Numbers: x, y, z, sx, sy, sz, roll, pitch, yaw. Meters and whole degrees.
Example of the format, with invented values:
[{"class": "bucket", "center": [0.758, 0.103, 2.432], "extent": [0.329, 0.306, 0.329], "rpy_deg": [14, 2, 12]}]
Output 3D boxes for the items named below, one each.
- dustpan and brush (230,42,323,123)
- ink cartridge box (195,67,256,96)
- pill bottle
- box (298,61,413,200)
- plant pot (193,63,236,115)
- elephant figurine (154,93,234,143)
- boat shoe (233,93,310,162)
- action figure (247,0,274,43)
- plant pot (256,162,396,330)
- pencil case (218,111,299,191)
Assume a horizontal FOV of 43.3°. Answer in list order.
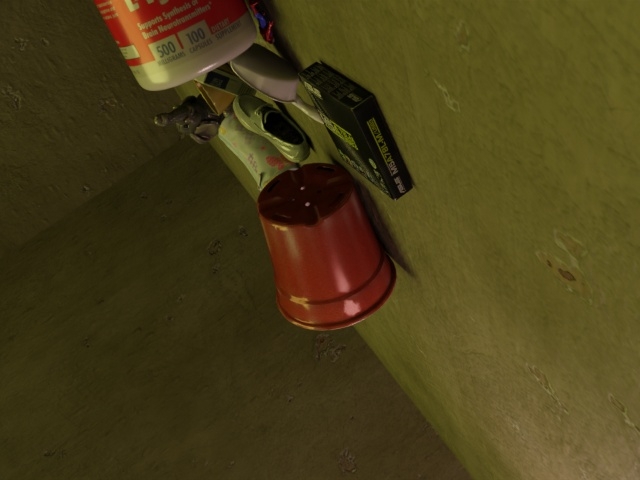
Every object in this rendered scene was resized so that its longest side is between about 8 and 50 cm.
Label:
[{"class": "dustpan and brush", "center": [-0.067, -0.278, 1.464], "extent": [0.211, 0.060, 0.147], "rpy_deg": [26, -150, -5]}, {"class": "ink cartridge box", "center": [-0.289, -0.399, 1.867], "extent": [0.224, 0.045, 0.223], "rpy_deg": [29, -169, 23]}, {"class": "pill bottle", "center": [-0.287, -0.474, 1.327], "extent": [0.407, 0.229, 0.229], "rpy_deg": [64, 170, -24]}, {"class": "box", "center": [0.055, -0.174, 1.268], "extent": [0.190, 0.045, 0.184], "rpy_deg": [46, 171, 51]}, {"class": "plant pot", "center": [-0.269, -0.414, 2.147], "extent": [0.134, 0.095, 0.134], "rpy_deg": [55, 173, 10]}, {"class": "elephant figurine", "center": [-0.376, -0.380, 2.444], "extent": [0.186, 0.239, 0.169], "rpy_deg": [59, 172, -34]}, {"class": "boat shoe", "center": [-0.109, -0.269, 1.815], "extent": [0.227, 0.079, 0.081], "rpy_deg": [41, 161, 18]}, {"class": "action figure", "center": [-0.100, -0.381, 1.401], "extent": [0.038, 0.030, 0.115], "rpy_deg": [56, 174, 29]}, {"class": "plant pot", "center": [0.000, 0.000, 1.686], "extent": [0.272, 0.273, 0.265], "rpy_deg": [48, 162, 48]}, {"class": "pencil case", "center": [-0.166, -0.234, 2.193], "extent": [0.273, 0.124, 0.113], "rpy_deg": [53, 173, 25]}]
